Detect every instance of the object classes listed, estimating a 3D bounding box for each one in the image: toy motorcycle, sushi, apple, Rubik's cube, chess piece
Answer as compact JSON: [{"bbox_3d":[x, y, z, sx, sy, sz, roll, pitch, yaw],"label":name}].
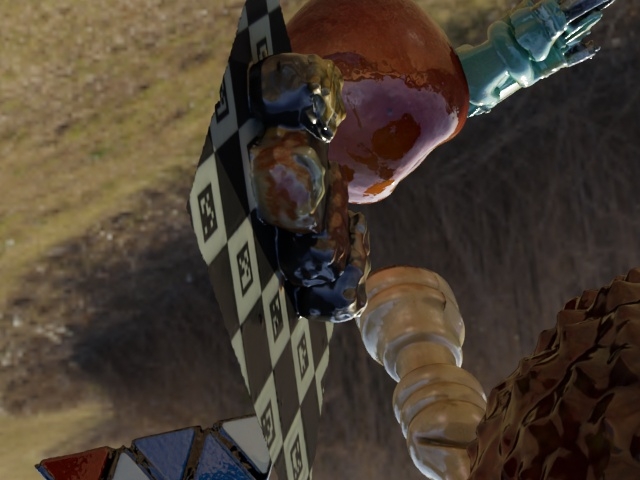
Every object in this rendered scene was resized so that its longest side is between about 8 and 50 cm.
[{"bbox_3d":[0.222,-0.225,1.461,0.198,0.109,0.296,-28,176,-32],"label":"toy motorcycle"},{"bbox_3d":[0.000,0.000,0.761,0.050,0.264,0.290,-3,134,12],"label":"sushi"},{"bbox_3d":[0.041,-0.154,1.264,0.218,0.201,0.218,-43,178,-2],"label":"apple"},{"bbox_3d":[-0.206,0.306,1.298,0.284,0.250,0.234,-37,128,28],"label":"Rubik's cube"},{"bbox_3d":[0.127,0.175,1.263,0.124,0.307,0.138,-7,133,-10],"label":"chess piece"}]

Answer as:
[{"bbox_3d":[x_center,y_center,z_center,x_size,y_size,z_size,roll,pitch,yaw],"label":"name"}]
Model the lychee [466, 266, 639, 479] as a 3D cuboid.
[{"bbox_3d":[0.306,0.236,0.879,0.425,0.500,0.424,-1,130,-1],"label":"lychee"}]
